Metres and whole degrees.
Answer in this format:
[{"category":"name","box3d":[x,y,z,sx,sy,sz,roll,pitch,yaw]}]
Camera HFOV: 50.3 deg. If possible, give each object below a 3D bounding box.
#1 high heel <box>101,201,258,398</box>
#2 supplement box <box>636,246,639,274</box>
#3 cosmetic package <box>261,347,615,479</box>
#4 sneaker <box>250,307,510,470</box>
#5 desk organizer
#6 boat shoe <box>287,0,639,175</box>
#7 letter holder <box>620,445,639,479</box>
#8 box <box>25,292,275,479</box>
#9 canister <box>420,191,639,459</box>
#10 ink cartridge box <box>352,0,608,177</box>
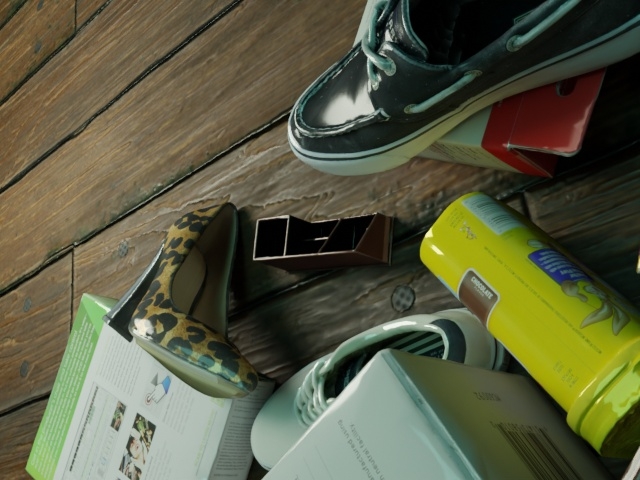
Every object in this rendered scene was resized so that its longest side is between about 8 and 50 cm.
[{"category":"high heel","box3d":[-0.097,0.041,0.657,0.261,0.093,0.186,16,62,50]},{"category":"supplement box","box3d":[0.262,-0.060,0.401,0.104,0.081,0.188,4,79,43]},{"category":"cosmetic package","box3d":[0.017,0.258,0.444,0.365,0.197,0.155,-49,50,17]},{"category":"sneaker","box3d":[0.022,0.119,0.552,0.258,0.091,0.094,-36,56,28]},{"category":"desk organizer","box3d":[0.000,0.000,0.638,0.130,0.050,0.047,-6,73,40]},{"category":"boat shoe","box3d":[0.076,-0.131,0.467,0.301,0.102,0.108,-15,68,38]},{"category":"letter holder","box3d":[0.189,0.235,0.255,0.302,0.214,0.152,-68,24,2]},{"category":"box","box3d":[-0.202,0.209,0.751,0.322,0.058,0.232,16,88,42]},{"category":"canister","box3d":[0.154,0.049,0.435,0.073,0.126,0.170,-54,47,16]},{"category":"ink cartridge box","box3d":[0.128,-0.131,0.545,0.231,0.078,0.134,18,89,44]}]
